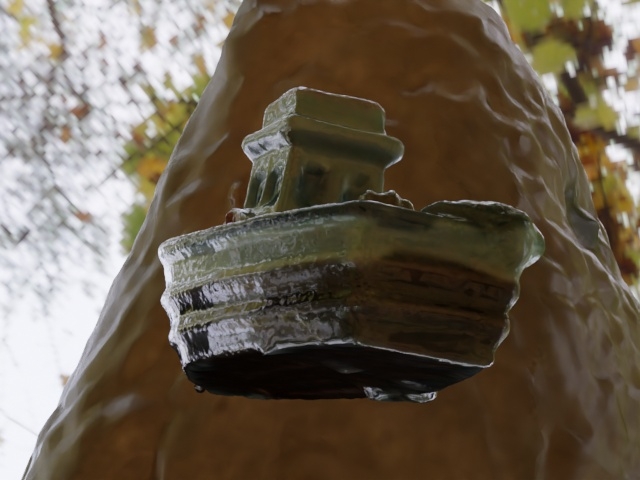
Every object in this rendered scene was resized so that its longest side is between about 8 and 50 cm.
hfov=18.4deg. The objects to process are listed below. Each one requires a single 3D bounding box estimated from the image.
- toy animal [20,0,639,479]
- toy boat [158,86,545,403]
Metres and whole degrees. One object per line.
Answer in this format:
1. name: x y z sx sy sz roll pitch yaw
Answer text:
1. toy animal: 0.012 0.096 0.624 0.188 0.226 0.358 8 -116 35
2. toy boat: 0.000 0.000 0.421 0.059 0.140 0.066 13 -102 -19
